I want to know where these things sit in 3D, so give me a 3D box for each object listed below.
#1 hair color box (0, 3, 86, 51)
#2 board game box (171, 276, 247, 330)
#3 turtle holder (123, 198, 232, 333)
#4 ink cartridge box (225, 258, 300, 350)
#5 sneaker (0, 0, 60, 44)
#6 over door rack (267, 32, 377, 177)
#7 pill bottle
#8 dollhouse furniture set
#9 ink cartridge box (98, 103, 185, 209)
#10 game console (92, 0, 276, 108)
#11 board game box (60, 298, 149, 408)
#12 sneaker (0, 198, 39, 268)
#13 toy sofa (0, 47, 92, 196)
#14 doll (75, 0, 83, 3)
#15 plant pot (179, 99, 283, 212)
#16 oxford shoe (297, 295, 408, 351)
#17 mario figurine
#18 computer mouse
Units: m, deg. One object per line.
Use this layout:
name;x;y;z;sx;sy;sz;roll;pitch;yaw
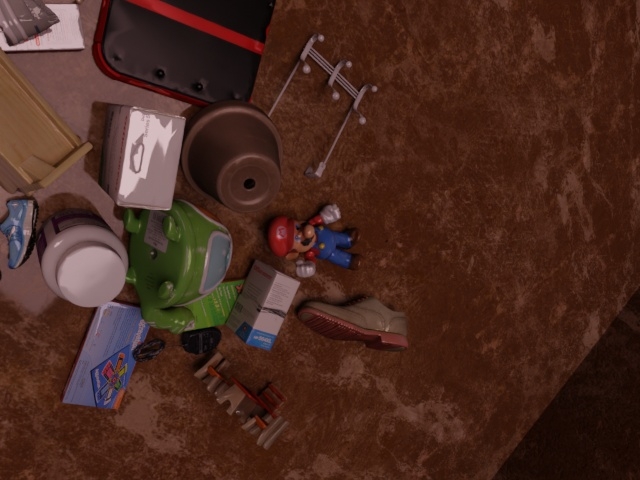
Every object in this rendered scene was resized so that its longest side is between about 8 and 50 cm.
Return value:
hair color box;-0.591;-0.445;1.141;0.167;0.053;0.093;-12;109;-28
board game box;-0.280;0.173;1.505;0.259;0.039;0.124;-5;106;-27
turtle holder;-0.332;0.062;1.318;0.227;0.243;0.320;0;79;-53
ink cartridge box;-0.157;0.170;1.472;0.086;0.148;0.203;26;89;-33
sneaker;-0.597;-0.519;1.052;0.115;0.105;0.281;-22;91;-19
over door rack;-0.004;-0.356;1.476;0.239;0.108;0.324;35;85;-32
pill bottle;-0.512;0.037;1.173;0.169;0.301;0.169;-9;108;-28
dollhouse furniture set;-0.189;0.440;1.524;0.135;0.262;0.259;-45;154;-14
ink cartridge box;-0.399;-0.189;1.193;0.115;0.273;0.198;6;101;-31
game console;-0.311;-0.507;1.293;0.387;0.060;0.342;12;94;-33
board game box;-0.541;0.290;1.391;0.145;0.027;0.281;20;93;-32
sneaker;-0.680;-0.016;1.216;0.073;0.063;0.162;10;94;-14
toy sofa;-0.667;-0.273;1.108;0.362;0.177;0.150;56;50;-29
doll;-0.532;-0.562;1.142;0.189;0.046;0.129;-24;101;-22
plant pot;-0.192;-0.179;1.307;0.263;0.229;0.263;-11;122;-18
oxford shoe;0.107;0.242;1.720;0.397;0.140;0.146;22;61;-28
mario figurine;0.000;0.000;1.531;0.321;0.198;0.170;11;120;-37
computer mouse;-0.383;0.278;1.467;0.242;0.041;0.071;-6;112;-32
